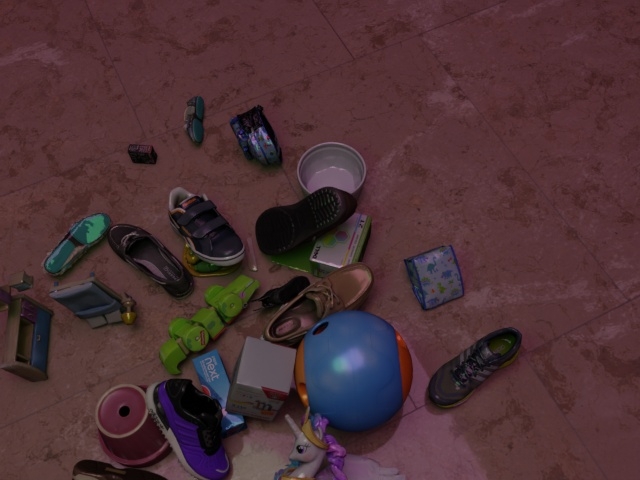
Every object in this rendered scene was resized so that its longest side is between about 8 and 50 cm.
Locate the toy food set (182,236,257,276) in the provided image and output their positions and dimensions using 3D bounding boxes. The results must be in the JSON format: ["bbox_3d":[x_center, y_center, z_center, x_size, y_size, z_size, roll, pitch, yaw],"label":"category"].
[{"bbox_3d":[-0.295,0.031,1.872,0.217,0.071,0.128,-5,61,-1],"label":"toy food set"}]

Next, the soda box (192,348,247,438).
[{"bbox_3d":[-0.259,0.393,1.672,0.071,0.067,0.210,-22,62,-10],"label":"soda box"}]

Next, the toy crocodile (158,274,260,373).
[{"bbox_3d":[-0.297,0.217,1.755,0.340,0.105,0.115,-44,33,-25],"label":"toy crocodile"}]

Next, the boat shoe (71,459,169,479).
[{"bbox_3d":[-0.471,0.605,1.564,0.257,0.095,0.095,15,97,5],"label":"boat shoe"}]

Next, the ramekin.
[{"bbox_3d":[0.034,-0.183,1.958,0.207,0.109,0.207,-1,61,1],"label":"ramekin"}]

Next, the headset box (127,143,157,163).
[{"bbox_3d":[-0.558,-0.272,2.057,0.083,0.062,0.032,3,62,5],"label":"headset box"}]

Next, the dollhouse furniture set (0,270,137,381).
[{"bbox_3d":[-0.662,0.207,1.666,0.303,0.286,0.198,-14,61,8],"label":"dollhouse furniture set"}]

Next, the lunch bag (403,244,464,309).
[{"bbox_3d":[0.318,0.102,1.799,0.128,0.096,0.151,-20,91,-9],"label":"lunch bag"}]

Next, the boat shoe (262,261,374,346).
[{"bbox_3d":[0.004,0.168,1.685,0.341,0.110,0.122,-36,80,-13],"label":"boat shoe"}]

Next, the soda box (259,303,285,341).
[{"bbox_3d":[-0.121,0.265,1.743,0.063,0.058,0.183,26,64,16],"label":"soda box"}]

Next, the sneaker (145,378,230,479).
[{"bbox_3d":[-0.279,0.443,1.529,0.146,0.293,0.102,-24,18,26],"label":"sneaker"}]

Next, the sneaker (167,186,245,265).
[{"bbox_3d":[-0.335,-0.045,1.831,0.126,0.127,0.321,-32,45,-31],"label":"sneaker"}]

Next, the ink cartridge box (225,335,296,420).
[{"bbox_3d":[-0.148,0.340,1.584,0.128,0.176,0.127,15,52,-8],"label":"ink cartridge box"}]

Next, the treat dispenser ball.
[{"bbox_3d":[0.078,0.314,1.576,0.288,0.288,0.288,-1,61,2],"label":"treat dispenser ball"}]

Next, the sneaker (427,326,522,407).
[{"bbox_3d":[0.395,0.310,1.661,0.300,0.121,0.111,-35,65,-16],"label":"sneaker"}]

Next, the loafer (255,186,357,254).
[{"bbox_3d":[-0.038,-0.044,1.803,0.130,0.366,0.134,-2,79,-47],"label":"loafer"}]

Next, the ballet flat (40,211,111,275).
[{"bbox_3d":[-0.714,0.007,1.898,0.241,0.077,0.091,-45,101,-19],"label":"ballet flat"}]

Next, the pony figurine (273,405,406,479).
[{"bbox_3d":[0.015,0.584,1.438,0.351,0.303,0.363,26,89,-8],"label":"pony figurine"}]

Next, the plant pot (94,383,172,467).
[{"bbox_3d":[-0.459,0.437,1.591,0.201,0.180,0.201,-1,60,2],"label":"plant pot"}]

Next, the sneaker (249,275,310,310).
[{"bbox_3d":[-0.110,0.147,1.805,0.170,0.089,0.051,-28,97,-49],"label":"sneaker"}]

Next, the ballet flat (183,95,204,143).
[{"bbox_3d":[-0.416,-0.386,2.124,0.070,0.070,0.188,-1,59,2],"label":"ballet flat"}]

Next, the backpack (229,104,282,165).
[{"bbox_3d":[-0.191,-0.305,2.016,0.117,0.158,0.173,-26,75,-3],"label":"backpack"}]

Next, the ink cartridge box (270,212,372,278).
[{"bbox_3d":[0.000,0.000,1.865,0.255,0.097,0.189,15,63,10],"label":"ink cartridge box"}]

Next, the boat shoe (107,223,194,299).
[{"bbox_3d":[-0.491,0.038,1.862,0.335,0.095,0.112,36,68,20],"label":"boat shoe"}]
